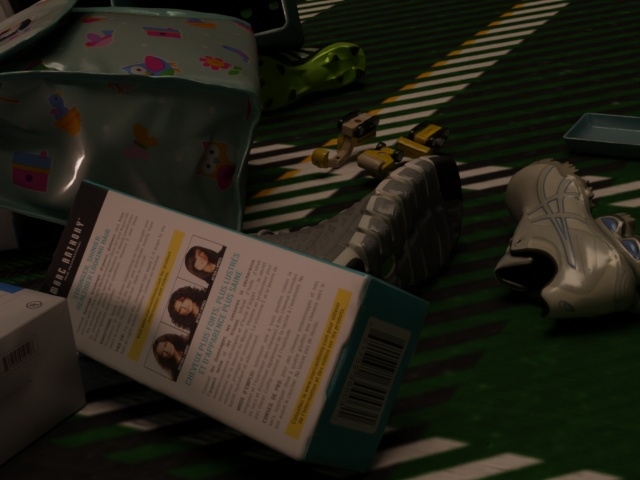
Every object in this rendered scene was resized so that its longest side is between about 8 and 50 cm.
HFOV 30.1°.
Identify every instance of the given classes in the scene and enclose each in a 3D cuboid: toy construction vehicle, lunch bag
[{"bbox_3d":[0.051,-0.077,1.023,0.086,0.035,0.098,22,37,27],"label":"toy construction vehicle"},{"bbox_3d":[-0.183,-0.105,0.935,0.262,0.160,0.223,7,23,-6],"label":"lunch bag"}]

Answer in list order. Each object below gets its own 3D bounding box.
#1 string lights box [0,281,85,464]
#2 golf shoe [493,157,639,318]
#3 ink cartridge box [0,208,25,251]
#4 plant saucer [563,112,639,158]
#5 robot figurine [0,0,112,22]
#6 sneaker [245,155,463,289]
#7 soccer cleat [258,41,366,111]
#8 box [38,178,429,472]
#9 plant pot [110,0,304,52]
[{"bbox_3d":[-0.284,0.068,0.714,0.259,0.077,0.133,11,29,32],"label":"string lights box"},{"bbox_3d":[0.148,-0.002,0.795,0.086,0.069,0.176,-16,25,-9],"label":"golf shoe"},{"bbox_3d":[-0.256,-0.029,0.954,0.028,0.048,0.083,-8,23,-6],"label":"ink cartridge box"},{"bbox_3d":[0.303,-0.081,0.989,0.192,0.018,0.067,8,28,29],"label":"plant saucer"},{"bbox_3d":[-0.300,-0.230,1.251,0.173,0.209,0.278,31,41,34],"label":"robot figurine"},{"bbox_3d":[0.000,0.000,0.798,0.132,0.086,0.228,6,28,30],"label":"sneaker"},{"bbox_3d":[-0.037,-0.167,1.212,0.179,0.060,0.072,-15,12,-28],"label":"soccer cleat"},{"bbox_3d":[-0.062,0.043,0.682,0.244,0.100,0.060,18,-4,41],"label":"box"},{"bbox_3d":[-0.103,-0.258,1.236,0.165,0.166,0.234,-12,-3,10],"label":"plant pot"}]
